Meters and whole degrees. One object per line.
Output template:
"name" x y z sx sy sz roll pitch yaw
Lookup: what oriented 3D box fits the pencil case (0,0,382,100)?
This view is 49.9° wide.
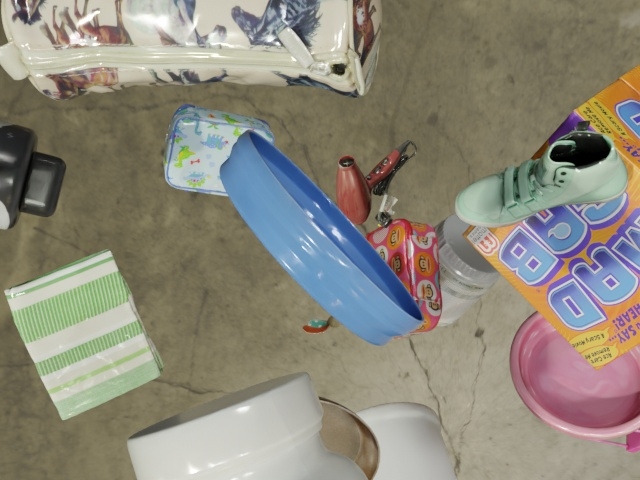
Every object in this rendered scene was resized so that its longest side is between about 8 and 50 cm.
"pencil case" -0.139 -0.239 0.768 0.411 0.159 0.183 1 36 8

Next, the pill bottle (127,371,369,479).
"pill bottle" -0.023 0.242 0.460 0.162 0.162 0.278 -20 83 4

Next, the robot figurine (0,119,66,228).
"robot figurine" -0.552 -0.119 1.083 0.278 0.209 0.173 14 51 -20

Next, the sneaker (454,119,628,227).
"sneaker" 0.306 -0.098 1.006 0.256 0.151 0.094 -12 64 23

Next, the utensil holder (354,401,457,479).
"utensil holder" 0.194 0.650 1.692 0.328 0.327 0.385 -20 49 4

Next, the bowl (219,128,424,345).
"bowl" 0.000 0.000 1.044 0.077 0.391 0.391 -43 71 8

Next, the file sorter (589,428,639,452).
"file sorter" 0.731 0.351 1.713 0.182 0.202 0.290 10 66 5

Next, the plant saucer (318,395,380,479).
"plant saucer" -0.055 0.362 1.171 0.311 0.310 0.050 -17 33 5

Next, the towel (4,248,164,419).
"towel" -0.511 0.206 1.508 0.248 0.038 0.324 -23 111 -15

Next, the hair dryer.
"hair dryer" 0.110 -0.142 1.572 0.080 0.294 0.223 21 99 28

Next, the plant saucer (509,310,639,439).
"plant saucer" 0.596 0.294 1.553 0.333 0.084 0.332 -5 53 7

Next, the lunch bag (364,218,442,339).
"lunch bag" 0.190 0.107 1.780 0.120 0.258 0.292 10 69 -30

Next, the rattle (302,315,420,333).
"rattle" 0.083 0.179 1.455 0.200 0.130 0.142 -39 106 -12

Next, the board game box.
"board game box" 0.566 -0.056 1.269 0.356 0.356 0.356 -32 73 -38

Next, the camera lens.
"camera lens" 0.345 0.085 1.860 0.220 0.274 0.219 16 47 -18

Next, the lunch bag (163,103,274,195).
"lunch bag" -0.218 -0.183 1.455 0.219 0.176 0.090 6 28 -19
